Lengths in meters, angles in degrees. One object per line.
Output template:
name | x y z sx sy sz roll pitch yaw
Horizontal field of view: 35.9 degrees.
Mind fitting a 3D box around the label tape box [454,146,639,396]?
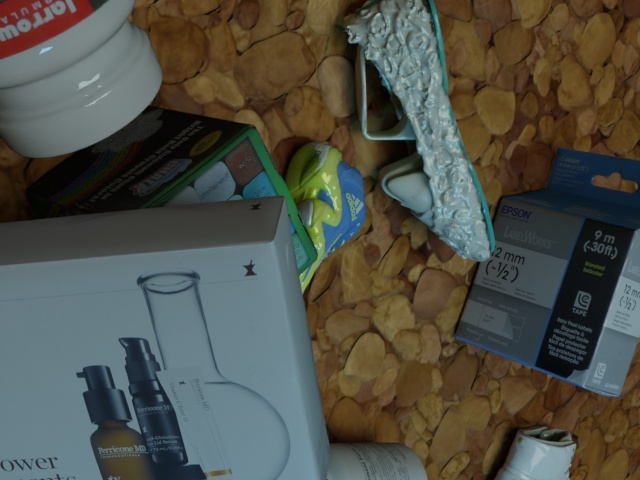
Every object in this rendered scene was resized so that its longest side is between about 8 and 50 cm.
label tape box | 0.373 0.027 1.480 0.115 0.249 0.347 16 92 -41

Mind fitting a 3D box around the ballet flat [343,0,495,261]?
ballet flat | 0.124 -0.141 1.331 0.147 0.147 0.409 -33 118 -28

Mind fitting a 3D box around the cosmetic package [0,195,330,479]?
cosmetic package | -0.197 0.119 0.896 0.377 0.097 0.284 -6 116 8

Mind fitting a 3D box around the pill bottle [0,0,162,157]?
pill bottle | -0.288 -0.267 0.870 0.210 0.210 0.363 -42 132 -23

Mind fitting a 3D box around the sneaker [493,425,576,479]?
sneaker | 0.421 0.419 1.726 0.292 0.108 0.169 25 89 -40

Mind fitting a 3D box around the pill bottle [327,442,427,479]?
pill bottle | 0.029 0.346 1.365 0.229 0.131 0.131 10 96 -40

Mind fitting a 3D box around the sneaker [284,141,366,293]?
sneaker | 0.000 0.000 1.271 0.126 0.091 0.240 19 89 -42

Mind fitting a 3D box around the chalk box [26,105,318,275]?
chalk box | -0.137 -0.010 1.023 0.180 0.289 0.179 -41 124 -23
